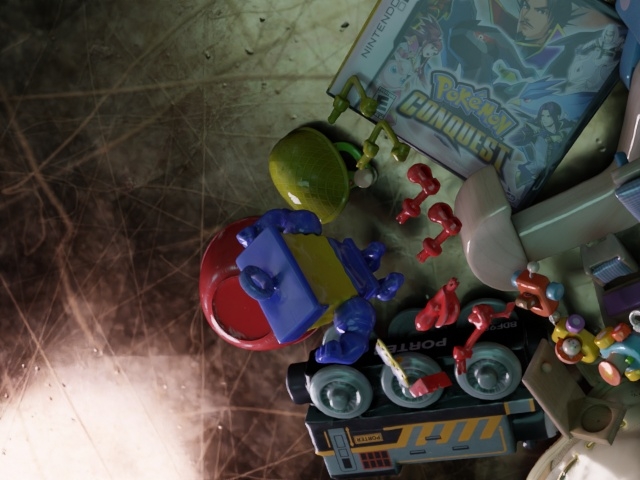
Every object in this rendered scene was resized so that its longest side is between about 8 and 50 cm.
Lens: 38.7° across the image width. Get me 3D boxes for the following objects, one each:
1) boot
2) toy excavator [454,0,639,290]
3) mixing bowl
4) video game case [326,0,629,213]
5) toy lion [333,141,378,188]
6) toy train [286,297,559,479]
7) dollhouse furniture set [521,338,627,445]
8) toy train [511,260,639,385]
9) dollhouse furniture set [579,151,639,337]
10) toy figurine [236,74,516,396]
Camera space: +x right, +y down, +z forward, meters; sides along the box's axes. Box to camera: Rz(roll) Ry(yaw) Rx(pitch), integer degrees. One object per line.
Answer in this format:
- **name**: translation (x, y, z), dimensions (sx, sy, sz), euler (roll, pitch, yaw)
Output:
- **boot**: translation (0.344, 0.312, 1.057), dimensions (0.095, 0.203, 0.262), euler (19, 108, -26)
- **toy excavator**: translation (0.371, -0.136, 0.909), dimensions (0.432, 0.222, 0.445), euler (-2, 128, -4)
- **mixing bowl**: translation (-0.081, 0.068, 1.146), dimensions (0.181, 0.098, 0.182), euler (4, 107, 12)
- **video game case**: translation (0.182, -0.201, 1.031), dimensions (0.274, 0.035, 0.248), euler (33, 111, 2)
- **toy lion**: translation (0.006, -0.086, 1.115), dimensions (0.100, 0.034, 0.096), euler (-35, 89, 21)
- **toy train**: translation (0.129, 0.190, 1.122), dimensions (0.333, 0.142, 0.190), euler (-10, 116, 14)
- **dollhouse furniture set**: translation (0.338, 0.140, 1.003), dimensions (0.151, 0.144, 0.123), euler (3, 143, 48)
- **toy train**: translation (0.267, 0.092, 0.937), dimensions (0.166, 0.046, 0.125), euler (24, 151, 45)
- **dollhouse furniture set**: translation (0.365, 0.028, 0.816), dimensions (0.286, 0.303, 0.198), euler (-26, 55, 25)
- **toy figurine**: translation (0.000, 0.000, 0.948), dimensions (0.191, 0.217, 0.363), euler (-47, 62, 38)
